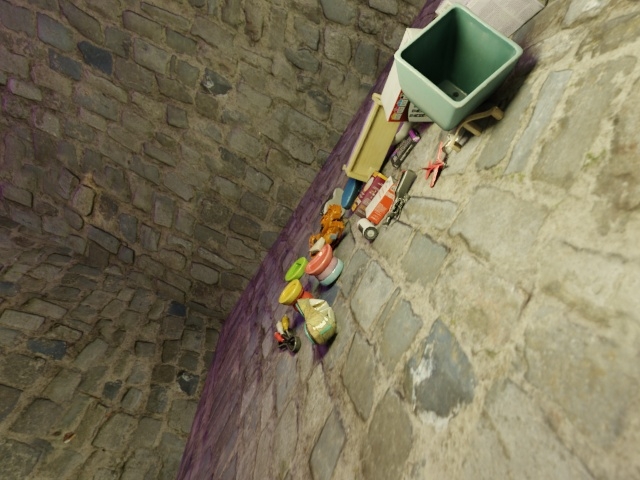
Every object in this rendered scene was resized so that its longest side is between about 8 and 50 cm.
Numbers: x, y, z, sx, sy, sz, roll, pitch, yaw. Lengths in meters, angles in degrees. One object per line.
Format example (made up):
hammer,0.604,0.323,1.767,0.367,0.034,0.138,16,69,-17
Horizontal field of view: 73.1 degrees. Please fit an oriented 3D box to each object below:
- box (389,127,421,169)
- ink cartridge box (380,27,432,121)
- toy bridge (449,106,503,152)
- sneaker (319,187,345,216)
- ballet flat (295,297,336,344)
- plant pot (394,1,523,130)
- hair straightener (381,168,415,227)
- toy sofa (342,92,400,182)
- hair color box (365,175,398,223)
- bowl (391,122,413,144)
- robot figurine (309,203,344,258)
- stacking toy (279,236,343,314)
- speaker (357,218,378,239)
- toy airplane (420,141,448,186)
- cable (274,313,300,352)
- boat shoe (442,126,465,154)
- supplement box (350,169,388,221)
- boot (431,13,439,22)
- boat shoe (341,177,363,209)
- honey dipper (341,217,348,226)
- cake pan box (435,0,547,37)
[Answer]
box,0.348,-0.381,1.783,0.162,0.029,0.116,-53,14,25
ink cartridge box,0.394,-0.575,1.534,0.309,0.272,0.130,108,154,-61
toy bridge,0.438,-0.327,1.246,0.188,0.063,0.026,-41,22,56
sneaker,0.054,-0.147,2.242,0.147,0.105,0.295,-53,8,34
ballet flat,-0.010,0.272,1.563,0.123,0.123,0.348,-59,12,3
plant pot,0.387,-0.471,1.280,0.247,0.248,0.252,-41,-18,-5
hair straightener,0.273,-0.147,1.509,0.230,0.047,0.089,-62,13,-7
toy sofa,0.232,-0.446,1.899,0.177,0.150,0.362,-105,34,-58
hair color box,0.241,-0.153,1.638,0.167,0.053,0.093,-56,12,24
bowl,0.361,-0.494,1.929,0.142,0.053,0.142,-64,14,-19
robot figurine,0.022,-0.024,2.017,0.211,0.085,0.291,-94,26,-42
stacking toy,-0.025,0.153,1.849,0.309,0.130,0.279,-44,17,16
speaker,0.177,-0.044,1.636,0.055,0.055,0.136,-58,13,10
toy airplane,0.366,-0.235,1.390,0.151,0.028,0.151,-165,90,-74
cable,-0.152,0.419,1.826,0.139,0.072,0.287,-65,13,3
boat shoe,0.419,-0.323,1.369,0.100,0.035,0.035,-55,13,21
supplement box,0.210,-0.180,1.747,0.188,0.081,0.104,-57,13,12
boot,0.530,-0.884,1.985,0.284,0.138,0.377,-56,19,16
boat shoe,0.174,-0.245,2.026,0.109,0.089,0.258,-23,39,56
honey dipper,0.079,-0.043,2.067,0.160,0.030,0.030,-56,13,30
cake pan box,0.544,-0.762,1.399,0.070,0.246,0.267,-61,11,-20
